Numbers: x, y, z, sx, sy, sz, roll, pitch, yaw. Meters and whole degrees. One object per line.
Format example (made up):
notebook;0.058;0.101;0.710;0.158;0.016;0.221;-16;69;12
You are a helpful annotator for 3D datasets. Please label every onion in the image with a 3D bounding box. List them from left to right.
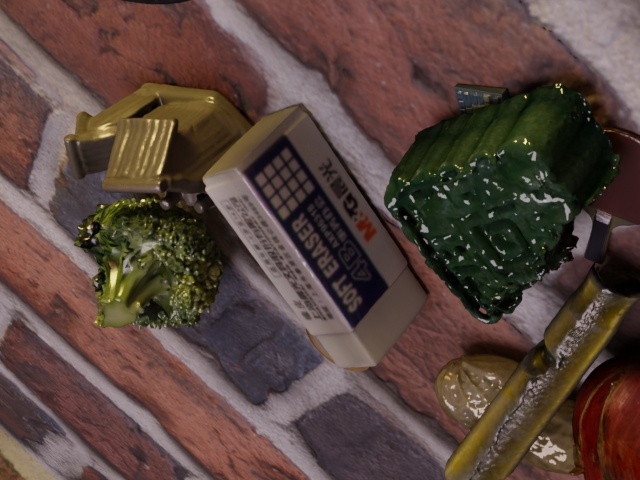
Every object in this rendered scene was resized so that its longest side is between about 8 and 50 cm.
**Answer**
onion;0.346;0.222;1.045;0.248;0.161;0.248;30;-178;-1

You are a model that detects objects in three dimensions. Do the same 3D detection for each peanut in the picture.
peanut;0.232;0.195;1.214;0.214;0.090;0.099;29;100;13

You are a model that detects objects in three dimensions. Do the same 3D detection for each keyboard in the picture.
keyboard;0.170;-0.073;1.046;0.055;0.014;0.176;16;138;37

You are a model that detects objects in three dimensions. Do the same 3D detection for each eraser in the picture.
eraser;0.000;0.000;1.192;0.081;0.124;0.279;-11;120;50

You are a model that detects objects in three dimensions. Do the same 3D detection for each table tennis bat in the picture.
table tennis bat;0.267;-0.039;0.990;0.095;0.014;0.158;23;139;22

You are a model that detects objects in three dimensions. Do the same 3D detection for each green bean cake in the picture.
green bean cake;0.182;-0.025;0.981;0.208;0.107;0.193;-18;115;48

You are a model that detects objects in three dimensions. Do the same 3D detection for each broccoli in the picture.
broccoli;-0.232;0.035;1.409;0.226;0.176;0.198;-32;109;18

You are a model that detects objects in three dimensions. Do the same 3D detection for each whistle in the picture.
whistle;0.226;0.153;1.105;0.068;0.057;0.326;18;126;-11

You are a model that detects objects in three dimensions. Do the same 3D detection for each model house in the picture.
model house;-0.182;-0.100;1.230;0.229;0.188;0.122;14;122;34

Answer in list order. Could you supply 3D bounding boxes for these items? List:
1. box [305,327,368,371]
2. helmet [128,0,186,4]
box;0.031;0.119;1.369;0.105;0.037;0.106;26;144;21
helmet;-0.144;-0.340;0.924;0.278;0.160;0.230;-17;134;35
